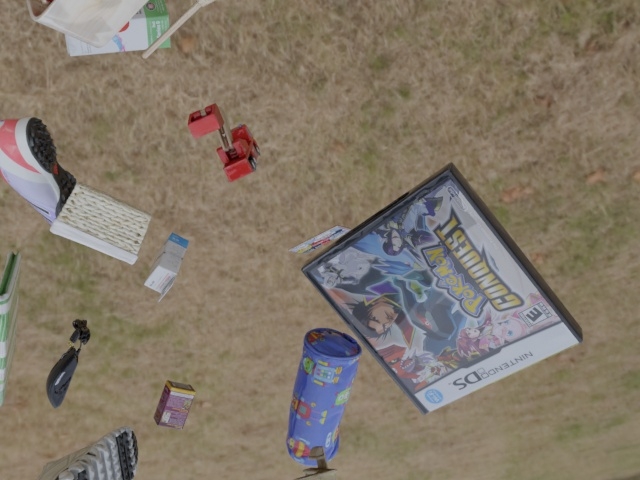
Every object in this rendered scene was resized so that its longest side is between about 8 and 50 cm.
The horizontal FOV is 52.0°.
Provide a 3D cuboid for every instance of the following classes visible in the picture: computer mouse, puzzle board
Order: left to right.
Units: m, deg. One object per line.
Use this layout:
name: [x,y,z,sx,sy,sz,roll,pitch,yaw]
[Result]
computer mouse: [-0.767,0.355,1.960,0.060,0.184,0.262,22,95,-27]
puzzle board: [0.000,0.000,1.487,0.128,0.011,0.096,-27,169,17]

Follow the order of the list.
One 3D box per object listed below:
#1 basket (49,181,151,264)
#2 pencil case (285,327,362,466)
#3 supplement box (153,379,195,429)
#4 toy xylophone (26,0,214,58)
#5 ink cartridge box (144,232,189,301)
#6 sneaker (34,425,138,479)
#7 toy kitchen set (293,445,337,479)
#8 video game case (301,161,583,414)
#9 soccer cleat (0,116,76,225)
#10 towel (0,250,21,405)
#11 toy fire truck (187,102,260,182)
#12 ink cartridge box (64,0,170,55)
basket: [-0.419,-0.037,1.269,0.167,0.103,0.113,24,179,-18]
pencil case: [0.006,0.329,1.380,0.133,0.119,0.306,-15,125,-41]
supplement box: [-0.294,0.331,1.322,0.055,0.083,0.043,21,180,-29]
toy xylophone: [-0.321,-0.413,1.059,0.322,0.081,0.236,-25,155,25]
ink cartridge box: [-0.449,0.076,1.898,0.060,0.180,0.104,30,129,-18]
sneaker: [-0.415,0.402,1.142,0.118,0.110,0.292,-7,-179,12]
toy kitchen set: [-0.024,0.379,1.071,0.075,0.068,0.083,-3,166,-32]
video game case: [0.150,0.076,0.847,0.248,0.275,0.035,-35,-170,30]
soccer cleat: [-0.593,-0.125,1.366,0.116,0.109,0.318,-1,142,2]
towel: [-0.817,0.222,1.702,0.038,0.248,0.325,6,116,-21]
toy fire truck: [-0.155,-0.172,1.088,0.047,0.192,0.135,-22,113,10]
ink cartridge box: [-0.436,-0.480,1.380,0.212,0.154,0.093,-11,152,-15]
